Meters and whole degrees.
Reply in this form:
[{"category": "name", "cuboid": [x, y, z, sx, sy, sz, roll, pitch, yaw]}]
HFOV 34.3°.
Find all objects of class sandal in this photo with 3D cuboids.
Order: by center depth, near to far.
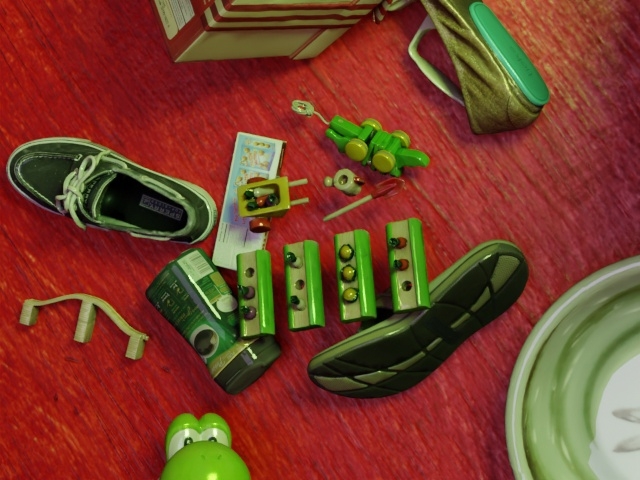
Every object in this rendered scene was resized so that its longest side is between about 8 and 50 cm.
[{"category": "sandal", "cuboid": [0.118, 0.095, 1.273, 0.302, 0.120, 0.086, -35, 40, 10]}]

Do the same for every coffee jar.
[{"category": "coffee jar", "cuboid": [-0.136, 0.106, 1.338, 0.184, 0.079, 0.096, 50, 126, 8]}]

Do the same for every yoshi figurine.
[{"category": "yoshi figurine", "cuboid": [-0.151, 0.396, 1.271, 0.203, 0.203, 0.362, -8, 81, 39]}]

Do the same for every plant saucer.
[{"category": "plant saucer", "cuboid": [0.416, 0.207, 1.186, 0.400, 0.100, 0.401, 1, 93, 15]}]

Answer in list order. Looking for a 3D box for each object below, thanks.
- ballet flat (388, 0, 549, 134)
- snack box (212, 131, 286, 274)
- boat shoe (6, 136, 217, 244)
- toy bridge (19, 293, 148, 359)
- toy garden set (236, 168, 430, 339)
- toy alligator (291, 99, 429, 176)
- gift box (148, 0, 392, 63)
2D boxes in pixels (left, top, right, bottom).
[{"category": "ballet flat", "cuboid": [0.148, -0.276, 1.250, 0.124, 0.116, 0.342, -29, 88, 35]}, {"category": "snack box", "cuboid": [-0.094, -0.048, 1.355, 0.064, 0.022, 0.178, 13, 96, 15]}, {"category": "boat shoe", "cuboid": [-0.292, -0.062, 1.365, 0.306, 0.105, 0.113, 23, 98, 13]}, {"category": "toy bridge", "cuboid": [-0.320, 0.108, 1.420, 0.188, 0.026, 0.063, 15, 95, 14]}, {"category": "toy garden set", "cuboid": [0.000, 0.000, 1.251, 0.244, 0.049, 0.204, -12, 70, 22]}, {"category": "toy alligator", "cuboid": [0.046, -0.121, 1.302, 0.189, 0.056, 0.051, 24, 138, 13]}, {"category": "gift box", "cuboid": [-0.065, -0.358, 1.206, 0.276, 0.258, 0.255, -24, 81, 51]}]
